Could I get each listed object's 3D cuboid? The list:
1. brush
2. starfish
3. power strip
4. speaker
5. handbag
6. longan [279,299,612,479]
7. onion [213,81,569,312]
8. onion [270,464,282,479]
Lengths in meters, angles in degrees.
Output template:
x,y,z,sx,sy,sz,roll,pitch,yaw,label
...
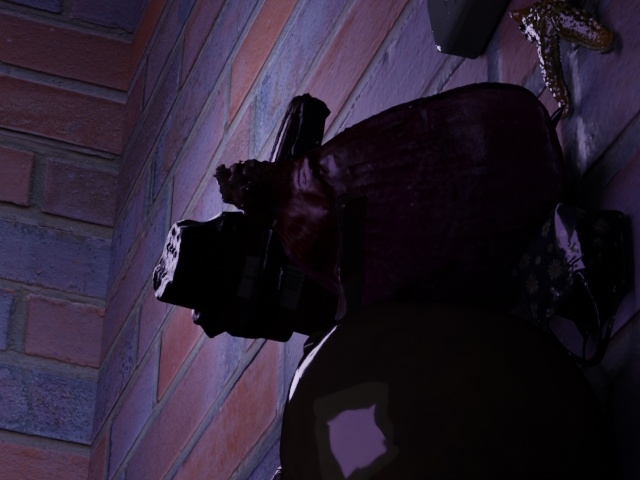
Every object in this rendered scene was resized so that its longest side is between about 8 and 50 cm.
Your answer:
x,y,z,sx,sy,sz,roll,pitch,yaw,label
0.023,0.077,1.627,0.071,0.084,0.301,47,148,44,brush
0.251,-0.232,1.751,0.176,0.053,0.208,-56,31,30,starfish
0.189,-0.357,2.014,0.193,0.059,0.265,-97,24,-48,power strip
0.012,0.015,1.896,0.259,0.330,0.198,-61,22,28,speaker
0.227,0.049,1.562,0.115,0.072,0.139,120,152,-42,handbag
0.100,0.184,1.508,0.297,0.297,0.297,-167,90,-74,longan
0.080,-0.006,1.661,0.267,0.349,0.159,105,150,-46,onion
0.043,0.241,1.797,0.272,0.195,0.272,-3,86,59,onion
